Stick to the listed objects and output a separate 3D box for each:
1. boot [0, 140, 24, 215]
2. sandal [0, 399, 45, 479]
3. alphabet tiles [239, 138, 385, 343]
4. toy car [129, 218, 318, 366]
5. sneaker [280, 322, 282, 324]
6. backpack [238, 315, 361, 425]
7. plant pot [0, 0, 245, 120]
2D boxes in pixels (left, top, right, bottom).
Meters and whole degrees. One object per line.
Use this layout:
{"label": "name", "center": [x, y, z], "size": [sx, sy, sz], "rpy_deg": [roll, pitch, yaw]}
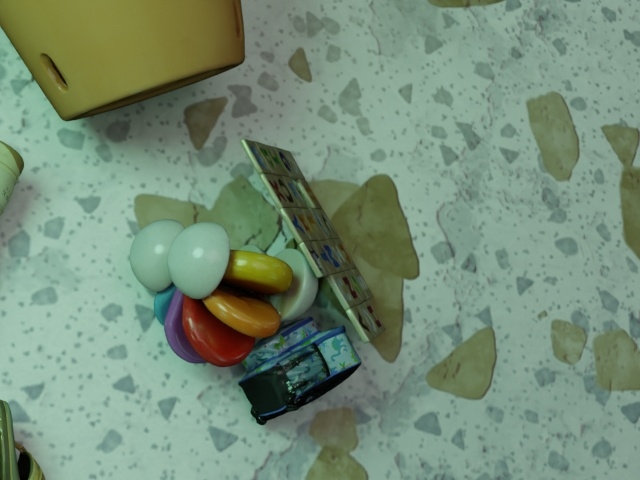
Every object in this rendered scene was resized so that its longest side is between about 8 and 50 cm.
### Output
{"label": "boot", "center": [-0.436, -0.036, 1.020], "size": [0.262, 0.095, 0.203], "rpy_deg": [22, 66, -18]}
{"label": "sandal", "center": [-0.279, 0.236, 1.008], "size": [0.049, 0.072, 0.180], "rpy_deg": [-9, 77, -42]}
{"label": "alphabet tiles", "center": [0.000, 0.000, 1.157], "size": [0.009, 0.198, 0.237], "rpy_deg": [-31, 85, 10]}
{"label": "toy car", "center": [-0.104, 0.059, 1.090], "size": [0.159, 0.182, 0.136], "rpy_deg": [18, 82, -36]}
{"label": "sneaker", "center": [-0.022, 0.051, 1.180], "size": [0.038, 0.069, 0.098], "rpy_deg": [39, 62, -7]}
{"label": "backpack", "center": [-0.021, 0.128, 1.134], "size": [0.114, 0.105, 0.084], "rpy_deg": [-22, 83, -31]}
{"label": "plant pot", "center": [-0.201, -0.247, 1.106], "size": [0.291, 0.291, 0.203], "rpy_deg": [-23, 99, -28]}
